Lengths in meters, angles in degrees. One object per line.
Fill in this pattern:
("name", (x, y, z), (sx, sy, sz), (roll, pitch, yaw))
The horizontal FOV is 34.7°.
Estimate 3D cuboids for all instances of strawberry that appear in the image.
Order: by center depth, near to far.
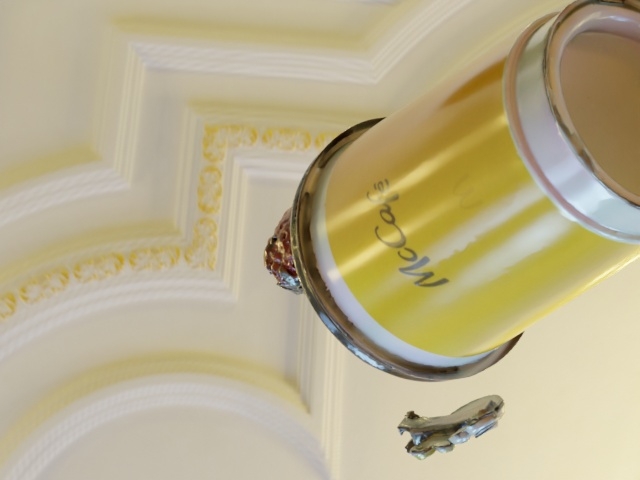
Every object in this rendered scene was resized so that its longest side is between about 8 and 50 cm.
("strawberry", (0.000, 0.000, 0.779), (0.083, 0.083, 0.096), (3, -91, -2))

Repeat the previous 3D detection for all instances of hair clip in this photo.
("hair clip", (0.171, 0.228, 1.293), (0.116, 0.172, 0.049), (-37, -82, -49))

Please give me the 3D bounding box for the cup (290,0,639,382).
("cup", (0.109, -0.026, 0.645), (0.196, 0.280, 0.196), (10, -113, -24))
